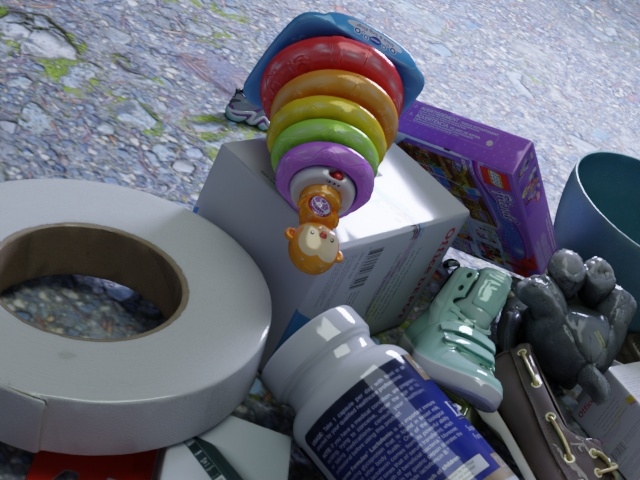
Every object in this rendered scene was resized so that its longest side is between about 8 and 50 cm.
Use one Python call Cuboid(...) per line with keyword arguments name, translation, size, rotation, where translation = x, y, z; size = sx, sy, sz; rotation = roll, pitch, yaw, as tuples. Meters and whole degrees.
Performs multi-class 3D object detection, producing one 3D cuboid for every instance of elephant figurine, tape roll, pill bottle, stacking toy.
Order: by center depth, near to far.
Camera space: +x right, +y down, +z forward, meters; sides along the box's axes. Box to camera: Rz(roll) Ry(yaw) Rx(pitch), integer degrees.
Cuboid(name="pill bottle", translation=(0.067, 0.203, 1.234), size=(0.264, 0.153, 0.153), rotation=(49, 37, 18))
Cuboid(name="tape roll", translation=(-0.244, 0.065, 1.240), size=(0.392, 0.072, 0.392), rotation=(12, 32, -7))
Cuboid(name="stacking toy", translation=(0.004, -0.085, 1.285), size=(0.175, 0.166, 0.301), rotation=(27, 45, -20))
Cuboid(name="elephant figurine", translation=(0.290, 0.121, 1.574), size=(0.169, 0.239, 0.186), rotation=(45, 59, -1))

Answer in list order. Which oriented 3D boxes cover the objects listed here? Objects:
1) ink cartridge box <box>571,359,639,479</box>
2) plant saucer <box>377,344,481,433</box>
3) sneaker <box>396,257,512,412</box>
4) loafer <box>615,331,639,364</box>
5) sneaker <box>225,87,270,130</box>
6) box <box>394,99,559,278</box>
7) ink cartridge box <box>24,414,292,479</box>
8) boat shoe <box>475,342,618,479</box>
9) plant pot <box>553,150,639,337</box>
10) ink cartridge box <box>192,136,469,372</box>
Cuboid(name="ink cartridge box", translation=(0.402, 0.224, 1.541), size=(0.090, 0.092, 0.143), rotation=(-3, 43, -40))
Cuboid(name="plant saucer", translation=(0.091, 0.200, 1.386), size=(0.188, 0.045, 0.188), rotation=(32, 32, 7))
Cuboid(name="sneaker", translation=(0.173, 0.100, 1.401), size=(0.094, 0.151, 0.256), rotation=(33, 3, -16))
Cuboid(name="loafer", translation=(0.456, 0.199, 1.664), size=(0.056, 0.050, 0.148), rotation=(0, 56, -32))
Cuboid(name="sneaker", translation=(-0.088, -0.204, 1.808), size=(0.098, 0.069, 0.038), rotation=(10, 36, -26))
Cuboid(name="box", translation=(0.204, -0.063, 1.612), size=(0.201, 0.293, 0.057), rotation=(24, 70, 28))
Cuboid(name="ink cartridge box", translation=(-0.154, 0.251, 1.114), size=(0.239, 0.060, 0.275), rotation=(22, 32, -11))
Cuboid(name="boat shoe", translation=(0.276, 0.252, 1.371), size=(0.116, 0.097, 0.324), rotation=(48, 8, -47))
Cuboid(name="plant pot", translation=(0.452, 0.034, 1.754), size=(0.290, 0.195, 0.290), rotation=(19, 32, -13))
Cuboid(name="ink cartridge box", translation=(0.000, 0.000, 1.459), size=(0.197, 0.198, 0.270), rotation=(44, 34, 25))
